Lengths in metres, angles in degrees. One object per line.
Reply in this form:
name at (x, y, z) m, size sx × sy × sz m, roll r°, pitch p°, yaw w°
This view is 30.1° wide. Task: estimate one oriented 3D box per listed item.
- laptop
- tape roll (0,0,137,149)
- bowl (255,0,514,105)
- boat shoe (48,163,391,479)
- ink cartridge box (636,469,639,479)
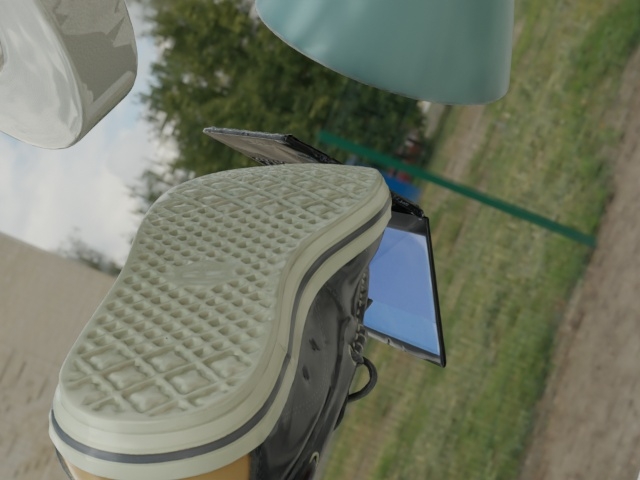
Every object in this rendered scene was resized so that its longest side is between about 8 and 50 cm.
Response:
laptop at (0.000, 0.000, 1.243) m, size 0.234 × 0.264 × 0.136 m, roll 15°, pitch 79°, yaw 64°
tape roll at (-0.323, -0.243, 1.012) m, size 0.072 × 0.392 × 0.392 m, roll -49°, pitch -9°, yaw -24°
bowl at (0.097, -0.297, 1.352) m, size 0.311 × 0.312 × 0.163 m, roll -65°, pitch -4°, yaw -63°
boat shoe at (-0.054, 0.064, 0.876) m, size 0.500 × 0.187 × 0.156 m, roll -66°, pitch -26°, yaw -64°
ink cartridge box at (0.421, 0.236, 1.341) m, size 0.261 × 0.066 × 0.296 m, roll -50°, pitch -26°, yaw -30°
